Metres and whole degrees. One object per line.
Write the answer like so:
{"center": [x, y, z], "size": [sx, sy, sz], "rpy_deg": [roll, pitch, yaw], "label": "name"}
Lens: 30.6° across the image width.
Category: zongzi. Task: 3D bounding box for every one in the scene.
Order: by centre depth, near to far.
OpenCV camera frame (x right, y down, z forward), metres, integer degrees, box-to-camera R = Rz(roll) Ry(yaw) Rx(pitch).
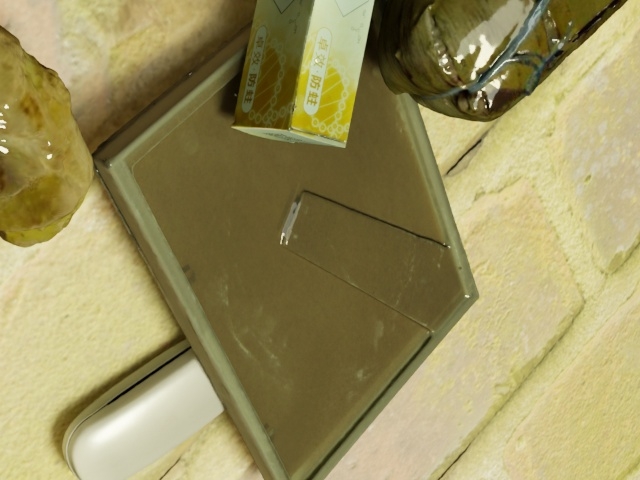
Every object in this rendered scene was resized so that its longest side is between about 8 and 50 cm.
{"center": [0.134, -0.324, 0.985], "size": [0.356, 0.174, 0.393], "rpy_deg": [-45, 117, -10], "label": "zongzi"}

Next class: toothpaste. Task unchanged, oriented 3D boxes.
{"center": [0.006, -0.233, 0.919], "size": [0.071, 0.089, 0.312], "rpy_deg": [12, 90, -38], "label": "toothpaste"}

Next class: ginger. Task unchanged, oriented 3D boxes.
{"center": [-0.252, -0.102, 0.797], "size": [0.263, 0.116, 0.109], "rpy_deg": [48, 56, -38], "label": "ginger"}

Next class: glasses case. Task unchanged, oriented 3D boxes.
{"center": [-0.140, 0.146, 1.044], "size": [0.197, 0.049, 0.076], "rpy_deg": [-35, 130, -25], "label": "glasses case"}

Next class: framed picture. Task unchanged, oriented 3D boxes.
{"center": [0.000, 0.000, 1.076], "size": [0.326, 0.028, 0.446], "rpy_deg": [-45, 133, -27], "label": "framed picture"}
